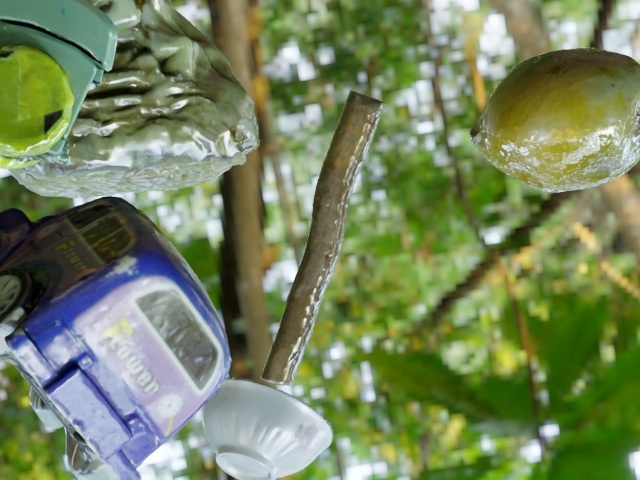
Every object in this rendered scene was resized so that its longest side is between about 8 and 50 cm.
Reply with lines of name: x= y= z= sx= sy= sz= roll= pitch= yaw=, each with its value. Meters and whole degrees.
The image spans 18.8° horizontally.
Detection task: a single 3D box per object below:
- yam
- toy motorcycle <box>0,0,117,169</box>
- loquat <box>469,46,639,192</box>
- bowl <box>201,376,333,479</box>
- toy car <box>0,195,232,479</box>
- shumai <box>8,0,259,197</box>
yam: x=0.000 y=0.000 z=2.081 sx=0.045 sy=0.327 sz=0.045 roll=15 pitch=-175 yaw=-30
toy motorcycle: x=-0.338 y=-0.199 z=1.682 sx=0.326 sy=0.200 sz=0.191 roll=26 pitch=174 yaw=-9
loquat: x=0.236 y=-0.117 z=1.889 sx=0.195 sy=0.152 sz=0.152 roll=-1 pitch=-158 yaw=32
bowl: x=-0.084 y=0.264 z=2.536 sx=0.189 sy=0.189 sz=0.086 roll=2 pitch=-125 yaw=29
toy car: x=-0.168 y=0.054 z=1.409 sx=0.158 sy=0.172 sz=0.235 roll=-37 pitch=-148 yaw=-6
shumai: x=-0.196 y=-0.155 z=1.931 sx=0.255 sy=0.218 sz=0.189 roll=-7 pitch=-179 yaw=-11
